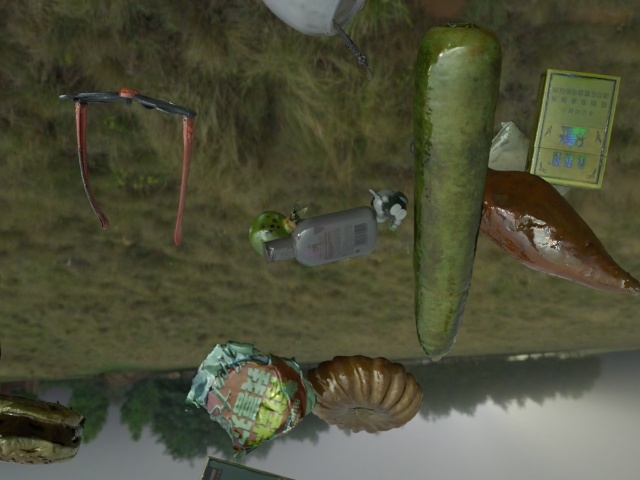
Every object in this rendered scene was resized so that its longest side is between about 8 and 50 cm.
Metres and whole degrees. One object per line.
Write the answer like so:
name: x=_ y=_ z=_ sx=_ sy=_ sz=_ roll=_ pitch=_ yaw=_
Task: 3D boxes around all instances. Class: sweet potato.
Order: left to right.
sweet potato: x=0.269 y=-0.037 z=0.815 sx=0.112 sy=0.359 sz=0.112 roll=-32 pitch=145 yaw=-26

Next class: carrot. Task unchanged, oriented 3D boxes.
carrot: x=0.120 y=-0.022 z=0.577 sx=0.074 sy=0.359 sz=0.074 roll=-1 pitch=-150 yaw=1

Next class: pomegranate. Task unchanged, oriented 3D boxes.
pomegranate: x=-0.119 y=-0.035 z=1.835 sx=0.220 sy=0.156 sz=0.156 roll=-39 pitch=160 yaw=7

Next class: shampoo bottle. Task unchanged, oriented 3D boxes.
shampoo bottle: x=-0.024 y=-0.633 z=1.384 sx=0.266 sy=0.273 sz=0.273 roll=38 pitch=169 yaw=7
shampoo bottle: x=0.000 y=0.000 z=0.855 sx=0.165 sy=0.040 sz=0.080 roll=-12 pitch=129 yaw=-15

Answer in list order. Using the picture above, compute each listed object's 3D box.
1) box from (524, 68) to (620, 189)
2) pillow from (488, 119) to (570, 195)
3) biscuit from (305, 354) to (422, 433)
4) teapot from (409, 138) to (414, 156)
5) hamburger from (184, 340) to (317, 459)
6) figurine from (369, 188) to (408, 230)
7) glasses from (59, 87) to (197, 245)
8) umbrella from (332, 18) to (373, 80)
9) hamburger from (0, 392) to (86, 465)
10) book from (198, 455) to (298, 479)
box: x=0.495 y=-0.217 z=1.191 sx=0.140 sy=0.220 sz=0.064 roll=8 pitch=-177 yaw=6
pillow: x=0.564 y=-0.188 z=1.697 sx=0.302 sy=0.075 sz=0.185 roll=35 pitch=111 yaw=-19
biscuit: x=0.108 y=0.417 z=1.576 sx=0.325 sy=0.107 sz=0.326 roll=5 pitch=137 yaw=4
teapot: x=0.228 y=-0.178 z=1.238 sx=0.063 sy=0.083 sz=0.049 roll=-23 pitch=154 yaw=-23
hamburger: x=-0.168 y=0.360 z=1.455 sx=0.260 sy=0.276 sz=0.150 roll=-45 pitch=180 yaw=4
figurine: x=0.225 y=-0.116 z=2.000 sx=0.147 sy=0.126 sz=0.192 roll=33 pitch=-170 yaw=-21
glasses: x=-0.326 y=-0.125 z=1.032 sx=0.234 sy=0.268 sz=0.118 roll=10 pitch=-165 yaw=17
umbrella: x=0.057 y=-0.319 z=1.002 sx=0.022 sy=0.013 sz=0.122 roll=-24 pitch=122 yaw=22
hamburger: x=-0.674 y=0.422 z=1.348 sx=0.265 sy=0.134 sz=0.285 roll=15 pitch=163 yaw=-25
book: x=-0.142 y=0.661 z=1.361 sx=0.379 sy=0.264 sz=0.031 roll=26 pitch=164 yaw=-29
